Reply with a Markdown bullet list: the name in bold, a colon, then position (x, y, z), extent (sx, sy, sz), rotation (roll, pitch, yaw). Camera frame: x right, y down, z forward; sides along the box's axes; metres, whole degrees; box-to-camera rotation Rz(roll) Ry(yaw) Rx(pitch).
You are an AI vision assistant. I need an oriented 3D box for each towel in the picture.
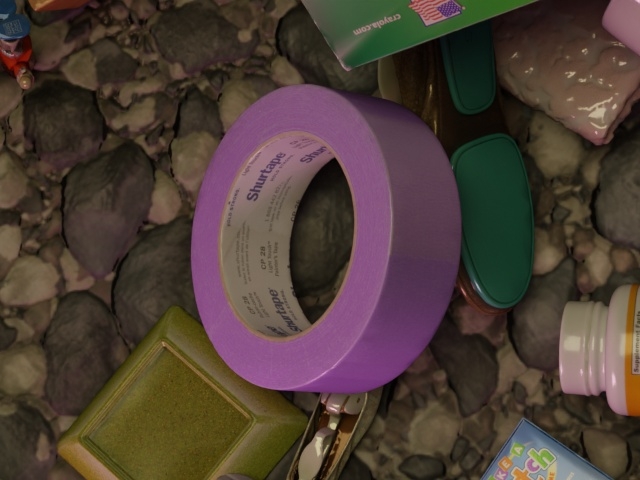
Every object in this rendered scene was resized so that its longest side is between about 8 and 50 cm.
- **towel**: position (0.225, -0.296, 1.694), extent (0.332, 0.053, 0.317), rotation (35, 86, 25)

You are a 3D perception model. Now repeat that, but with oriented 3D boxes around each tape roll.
- **tape roll**: position (0.000, 0.000, 1.609), extent (0.275, 0.090, 0.274), rotation (-10, 76, 48)

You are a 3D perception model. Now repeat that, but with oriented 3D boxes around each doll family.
- **doll family**: position (-0.377, -0.258, 1.811), extent (0.118, 0.163, 0.263), rotation (-19, 78, -9)

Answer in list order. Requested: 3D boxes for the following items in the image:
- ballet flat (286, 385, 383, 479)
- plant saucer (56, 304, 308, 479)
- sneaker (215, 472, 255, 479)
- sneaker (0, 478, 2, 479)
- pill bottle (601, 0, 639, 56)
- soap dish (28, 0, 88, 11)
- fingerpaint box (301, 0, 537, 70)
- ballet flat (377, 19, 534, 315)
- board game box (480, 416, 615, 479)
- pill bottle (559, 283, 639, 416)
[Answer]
- **ballet flat**: position (0.014, 0.172, 1.653), extent (0.057, 0.052, 0.168), rotation (18, 82, 18)
- **plant saucer**: position (-0.140, 0.183, 1.696), extent (0.188, 0.045, 0.188), rotation (39, 89, 20)
- **sneaker**: position (-0.030, 0.309, 1.625), extent (0.215, 0.084, 0.083), rotation (41, 108, 21)
- **sneaker**: position (-0.401, 0.241, 1.734), extent (0.208, 0.081, 0.094), rotation (-8, 73, 14)
- **pill bottle**: position (0.448, -0.140, 1.490), extent (0.392, 0.224, 0.224), rotation (38, 89, 8)
- **soap dish**: position (-0.200, -0.387, 1.813), extent (0.291, 0.118, 0.229), rotation (-29, 71, 7)
- **fingerpaint box**: position (0.204, -0.367, 1.481), extent (0.445, 0.163, 0.371), rotation (-18, 34, 25)
- **ballet flat**: position (0.112, -0.100, 1.647), extent (0.124, 0.116, 0.342), rotation (-2, 104, 51)
- **board game box**: position (0.223, 0.282, 1.578), extent (0.211, 0.039, 0.160), rotation (34, 87, 19)
- **pill bottle**: position (0.321, 0.098, 1.555), extent (0.215, 0.117, 0.117), rotation (2, 77, 16)
